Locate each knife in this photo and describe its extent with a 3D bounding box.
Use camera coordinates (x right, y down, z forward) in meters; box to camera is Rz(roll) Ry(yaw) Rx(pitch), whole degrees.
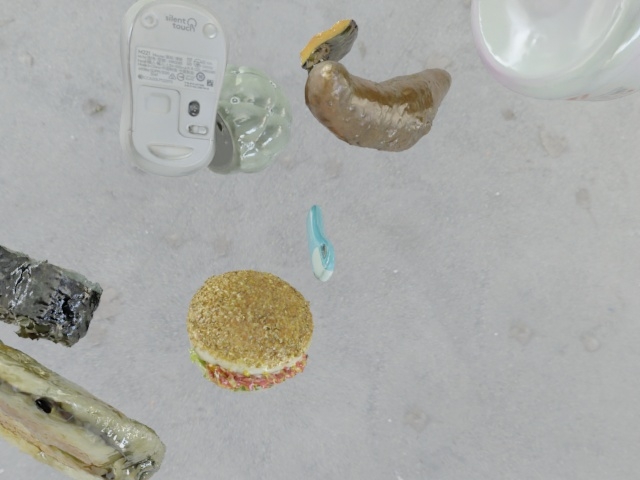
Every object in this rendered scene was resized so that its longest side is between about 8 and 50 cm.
[{"bbox_3d":[0.000,0.000,0.934,0.031,0.222,0.064,17,118,-17],"label":"knife"}]

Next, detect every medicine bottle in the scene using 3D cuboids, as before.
[{"bbox_3d":[0.379,-0.309,0.699,0.302,0.241,0.241,-10,81,-36],"label":"medicine bottle"}]

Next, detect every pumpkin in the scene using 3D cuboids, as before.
[{"bbox_3d":[0.008,-0.270,0.738,0.101,0.073,0.035,-38,78,10],"label":"pumpkin"}]

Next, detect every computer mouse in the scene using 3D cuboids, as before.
[{"bbox_3d":[-0.255,-0.261,0.920,0.184,0.121,0.296,-1,104,-18],"label":"computer mouse"}]

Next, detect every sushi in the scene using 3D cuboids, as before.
[{"bbox_3d":[-0.444,0.078,0.783,0.213,0.147,0.115,20,71,10],"label":"sushi"}]

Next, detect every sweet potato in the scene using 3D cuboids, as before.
[{"bbox_3d":[0.095,-0.171,0.692,0.341,0.092,0.114,-21,120,-50],"label":"sweet potato"}]

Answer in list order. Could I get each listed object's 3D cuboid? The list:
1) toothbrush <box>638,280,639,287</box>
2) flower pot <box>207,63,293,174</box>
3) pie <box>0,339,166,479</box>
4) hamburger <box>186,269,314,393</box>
[{"bbox_3d":[0.472,-0.005,0.637,0.257,0.018,0.024,-25,120,-20],"label":"toothbrush"},{"bbox_3d":[-0.181,-0.268,1.179,0.246,0.246,0.195,50,52,2],"label":"flower pot"},{"bbox_3d":[-0.345,0.222,0.671,0.339,0.339,0.077,30,53,-3],"label":"pie"},{"bbox_3d":[-0.150,0.190,1.140,0.276,0.179,0.294,-3,49,-21],"label":"hamburger"}]
